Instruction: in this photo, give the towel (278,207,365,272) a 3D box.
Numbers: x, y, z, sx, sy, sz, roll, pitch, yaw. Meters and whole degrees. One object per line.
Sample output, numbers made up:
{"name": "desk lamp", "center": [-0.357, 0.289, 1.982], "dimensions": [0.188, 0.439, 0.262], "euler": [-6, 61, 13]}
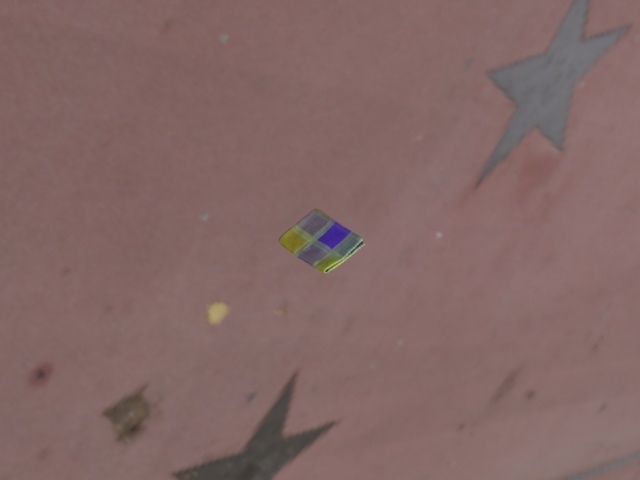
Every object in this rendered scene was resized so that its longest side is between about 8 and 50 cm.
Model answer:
{"name": "towel", "center": [0.000, 0.000, 1.317], "dimensions": [0.060, 0.083, 0.009], "euler": [-37, 135, -17]}
